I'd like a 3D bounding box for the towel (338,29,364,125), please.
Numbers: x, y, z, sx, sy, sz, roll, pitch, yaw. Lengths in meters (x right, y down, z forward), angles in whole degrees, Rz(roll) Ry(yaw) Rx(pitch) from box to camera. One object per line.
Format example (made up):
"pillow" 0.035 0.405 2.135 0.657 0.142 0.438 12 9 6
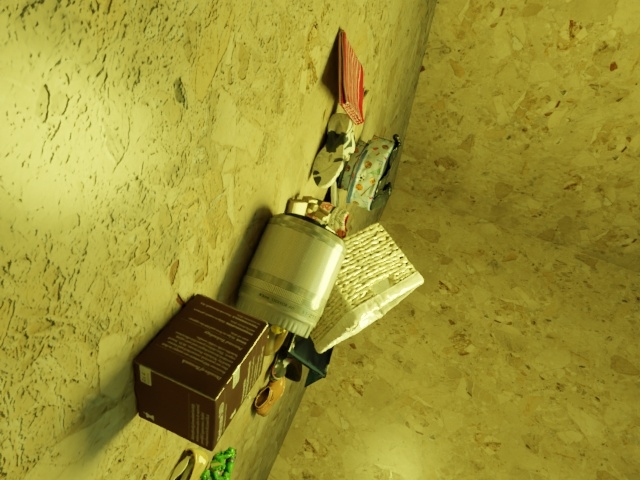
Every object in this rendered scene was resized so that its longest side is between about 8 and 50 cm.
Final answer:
"towel" 0.090 -0.452 1.378 0.275 0.031 0.199 -7 96 -76

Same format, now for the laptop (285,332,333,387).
"laptop" -0.050 0.399 2.136 0.408 0.236 0.382 44 50 -38

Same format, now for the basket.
"basket" 0.103 0.159 1.642 0.328 0.266 0.331 -24 163 -34

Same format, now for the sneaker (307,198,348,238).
"sneaker" 0.000 -0.001 1.621 0.090 0.145 0.270 76 36 -71

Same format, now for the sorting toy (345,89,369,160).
"sorting toy" 0.126 -0.424 1.768 0.193 0.038 0.208 98 12 -48

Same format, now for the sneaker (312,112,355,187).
"sneaker" 0.054 -0.268 1.526 0.153 0.094 0.235 17 83 -71

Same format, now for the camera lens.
"camera lens" -0.072 0.083 1.230 0.219 0.219 0.274 65 47 -75

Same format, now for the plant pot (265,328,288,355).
"plant pot" -0.147 0.322 1.798 0.236 0.032 0.236 20 90 -80

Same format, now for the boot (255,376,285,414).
"boot" -0.202 0.611 1.957 0.152 0.072 0.197 85 25 -57

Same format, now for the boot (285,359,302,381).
"boot" -0.083 0.517 2.315 0.236 0.089 0.270 97 16 -52

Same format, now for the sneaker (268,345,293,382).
"sneaker" -0.171 0.507 1.974 0.077 0.072 0.178 -49 -178 31

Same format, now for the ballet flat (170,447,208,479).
"ballet flat" -0.373 0.642 1.232 0.073 0.080 0.232 60 42 -39

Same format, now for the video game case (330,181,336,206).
"video game case" 0.057 -0.115 1.857 0.190 0.022 0.173 67 21 -75

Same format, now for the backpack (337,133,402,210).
"backpack" 0.185 -0.258 1.887 0.263 0.213 0.277 -71 170 -47

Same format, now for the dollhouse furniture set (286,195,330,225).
"dollhouse furniture set" -0.070 -0.074 1.464 0.151 0.123 0.144 -3 119 -39

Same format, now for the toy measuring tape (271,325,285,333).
"toy measuring tape" -0.083 0.152 1.539 0.121 0.121 0.330 -24 133 -75

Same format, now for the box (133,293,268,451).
"box" -0.223 0.246 0.930 0.203 0.167 0.169 -56 162 -51

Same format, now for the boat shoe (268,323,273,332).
"boat shoe" -0.175 0.256 1.425 0.206 0.065 0.075 -52 162 -38

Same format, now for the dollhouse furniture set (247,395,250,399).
"dollhouse furniture set" -0.227 0.421 1.455 0.114 0.081 0.091 -42 150 -68

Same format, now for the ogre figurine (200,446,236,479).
"ogre figurine" -0.331 0.765 1.571 0.197 0.096 0.118 -144 -123 -86
